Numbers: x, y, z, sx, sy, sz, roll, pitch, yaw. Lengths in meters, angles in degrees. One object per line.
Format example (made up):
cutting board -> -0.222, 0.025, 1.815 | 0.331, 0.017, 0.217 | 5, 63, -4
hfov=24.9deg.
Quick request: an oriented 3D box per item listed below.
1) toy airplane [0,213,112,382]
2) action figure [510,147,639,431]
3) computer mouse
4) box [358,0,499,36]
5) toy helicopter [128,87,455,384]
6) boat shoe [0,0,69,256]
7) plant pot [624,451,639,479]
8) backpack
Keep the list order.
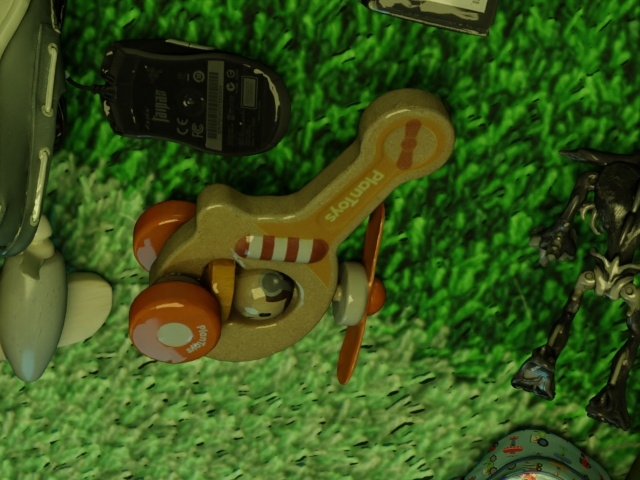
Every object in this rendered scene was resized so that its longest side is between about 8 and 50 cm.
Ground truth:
toy airplane -> -0.411, 0.075, 1.272 | 0.384, 0.272, 0.386 | 47, 65, -26
action figure -> 0.263, 0.020, 1.297 | 0.164, 0.141, 0.276 | 21, 84, 8
computer mouse -> -0.149, -0.173, 1.319 | 0.262, 0.060, 0.184 | 3, 110, 15
box -> 0.104, -0.358, 1.049 | 0.097, 0.318, 0.395 | 11, 101, -7
toy helicopter -> 0.000, 0.000, 1.311 | 0.235, 0.140, 0.355 | 30, 124, -28
boat shoe -> -0.273, -0.138, 1.247 | 0.116, 0.099, 0.320 | -8, 67, 32
plant pot -> 0.379, 0.251, 1.330 | 0.212, 0.187, 0.212 | 21, 110, -5
backpack -> 0.201, 0.280, 1.404 | 0.158, 0.117, 0.173 | 38, 106, -8
